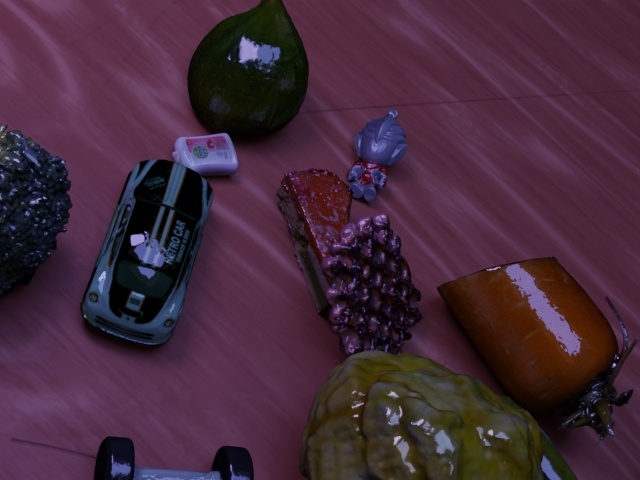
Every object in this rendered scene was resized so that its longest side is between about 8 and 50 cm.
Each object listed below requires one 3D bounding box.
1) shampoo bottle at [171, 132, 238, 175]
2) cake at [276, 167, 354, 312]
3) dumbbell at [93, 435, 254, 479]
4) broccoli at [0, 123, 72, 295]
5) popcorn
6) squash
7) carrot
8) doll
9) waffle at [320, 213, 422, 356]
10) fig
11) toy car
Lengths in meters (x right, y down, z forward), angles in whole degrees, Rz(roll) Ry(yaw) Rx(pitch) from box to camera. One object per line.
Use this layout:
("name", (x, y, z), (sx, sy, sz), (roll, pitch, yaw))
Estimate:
("shampoo bottle", (-0.187, -0.134, 1.566), (0.099, 0.043, 0.072), (-7, 62, -28))
("cake", (0.016, -0.006, 1.555), (0.117, 0.086, 0.220), (-13, 66, -28))
("dumbbell", (-0.188, 0.306, 1.262), (0.191, 0.100, 0.100), (9, 58, -20))
("broccoli", (-0.468, -0.034, 1.294), (0.243, 0.247, 0.263), (31, 85, 15))
("popcorn", (0.149, 0.275, 1.315), (0.334, 0.293, 0.292), (36, 51, -4))
("squash", (0.343, 0.372, 1.478), (0.087, 0.087, 0.331), (-22, 73, -33))
("carrot", (0.359, 0.160, 1.542), (0.214, 0.193, 0.331), (-29, 75, -7))
("doll", (0.096, -0.148, 1.691), (0.094, 0.079, 0.180), (16, 66, 14))
("waffle", (0.076, 0.078, 1.485), (0.234, 0.056, 0.221), (-42, 115, -52))
("fig", (-0.098, -0.295, 1.588), (0.203, 0.235, 0.203), (14, 52, -18))
("toy car", (-0.237, -0.002, 1.414), (0.136, 0.125, 0.305), (21, 56, -12))
